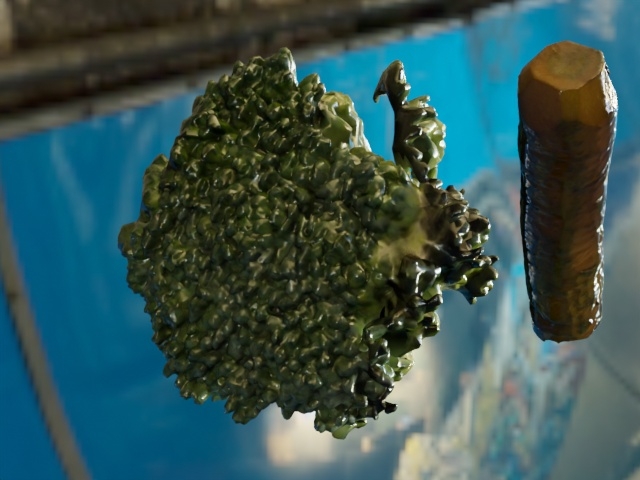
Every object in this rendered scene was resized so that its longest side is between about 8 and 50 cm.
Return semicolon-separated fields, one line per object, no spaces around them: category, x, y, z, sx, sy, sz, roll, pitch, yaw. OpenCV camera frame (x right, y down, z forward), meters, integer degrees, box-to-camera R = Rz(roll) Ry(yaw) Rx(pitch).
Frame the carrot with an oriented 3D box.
carrot;0.168;-0.025;1.296;0.070;0.260;0.070;-4;-134;4

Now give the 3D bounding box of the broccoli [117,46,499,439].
broccoli;-0.010;-0.001;1.700;0.334;0.324;0.272;23;-152;22
